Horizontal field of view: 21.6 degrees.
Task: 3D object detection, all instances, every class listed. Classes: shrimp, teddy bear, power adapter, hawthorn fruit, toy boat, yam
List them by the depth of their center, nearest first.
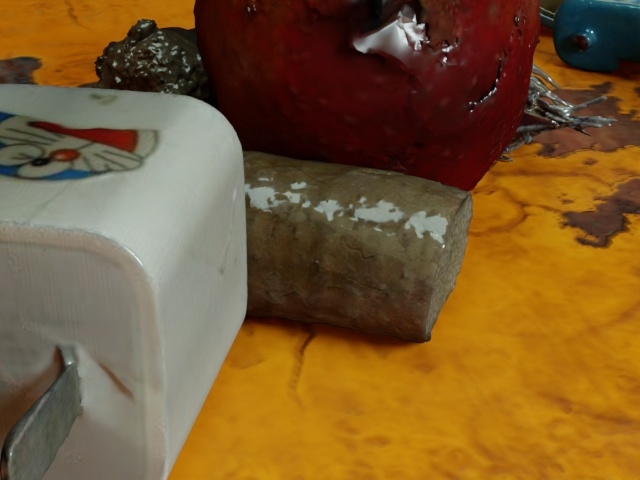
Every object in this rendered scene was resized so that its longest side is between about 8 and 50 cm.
[{"bbox_3d":[-0.112,0.035,0.635,0.130,0.125,0.205,5,27,9],"label":"power adapter"},{"bbox_3d":[0.000,0.002,0.753,0.127,0.084,0.084,12,29,15],"label":"yam"},{"bbox_3d":[0.029,-0.103,0.794,0.181,0.181,0.235,-3,-4,-5],"label":"hawthorn fruit"},{"bbox_3d":[0.088,-0.078,0.928,0.165,0.057,0.065,16,25,24],"label":"shrimp"},{"bbox_3d":[-0.086,-0.089,0.931,0.119,0.078,0.160,8,29,25],"label":"teddy bear"},{"bbox_3d":[0.184,-0.158,1.048,0.215,0.088,0.102,15,35,26],"label":"toy boat"}]
